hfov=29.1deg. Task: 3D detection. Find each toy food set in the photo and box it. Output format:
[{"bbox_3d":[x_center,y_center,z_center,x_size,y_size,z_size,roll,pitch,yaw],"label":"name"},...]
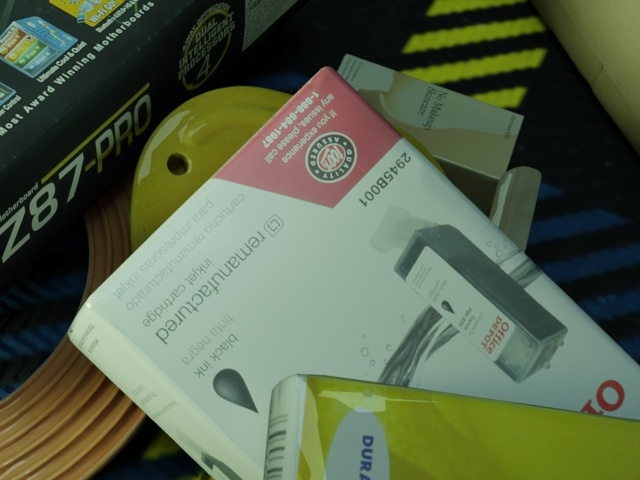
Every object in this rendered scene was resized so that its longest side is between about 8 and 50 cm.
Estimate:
[{"bbox_3d":[0.000,0.000,0.655,0.218,0.071,0.128,14,74,-18],"label":"toy food set"}]

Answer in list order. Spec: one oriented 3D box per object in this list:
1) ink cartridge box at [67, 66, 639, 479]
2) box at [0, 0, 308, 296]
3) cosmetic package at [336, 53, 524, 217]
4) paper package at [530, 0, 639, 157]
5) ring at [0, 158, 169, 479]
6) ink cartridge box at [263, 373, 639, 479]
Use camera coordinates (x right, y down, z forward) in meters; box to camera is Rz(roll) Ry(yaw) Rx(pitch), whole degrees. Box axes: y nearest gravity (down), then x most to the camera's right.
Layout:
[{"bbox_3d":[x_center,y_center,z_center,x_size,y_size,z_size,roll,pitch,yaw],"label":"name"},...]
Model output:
[{"bbox_3d":[0.021,0.057,0.553,0.218,0.092,0.158,44,70,-3],"label":"ink cartridge box"},{"bbox_3d":[-0.226,-0.134,0.663,0.318,0.097,0.395,29,55,17],"label":"box"},{"bbox_3d":[0.056,-0.061,0.732,0.115,0.041,0.060,19,52,4],"label":"cosmetic package"},{"bbox_3d":[0.324,-0.197,0.804,0.325,0.168,0.309,-14,57,-21],"label":"paper package"},{"bbox_3d":[-0.230,0.014,0.633,0.336,0.032,0.336,4,54,-6],"label":"ring"},{"bbox_3d":[0.119,0.219,0.449,0.307,0.072,0.303,7,73,-7],"label":"ink cartridge box"}]
